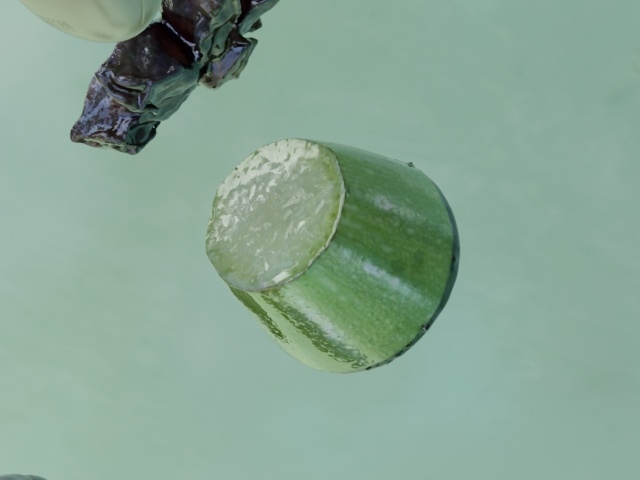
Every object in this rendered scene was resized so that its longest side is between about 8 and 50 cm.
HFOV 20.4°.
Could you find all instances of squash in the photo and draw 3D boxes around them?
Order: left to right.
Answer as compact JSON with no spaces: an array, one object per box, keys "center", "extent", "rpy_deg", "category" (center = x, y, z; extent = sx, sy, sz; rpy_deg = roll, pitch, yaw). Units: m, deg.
[{"center":[0.000,0.000,1.268],"extent":[0.170,0.123,0.170],"rpy_deg":[-16,60,30],"category":"squash"}]

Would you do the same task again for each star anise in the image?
[{"center":[-0.116,-0.172,1.571],"extent":[0.214,0.099,0.220],"rpy_deg":[-47,-2,-46],"category":"star anise"}]

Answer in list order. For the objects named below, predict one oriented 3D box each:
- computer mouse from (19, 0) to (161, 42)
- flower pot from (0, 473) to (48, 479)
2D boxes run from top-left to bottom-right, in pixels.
[{"center":[-0.170,-0.224,1.056],"extent":[0.082,0.236,0.145],"rpy_deg":[-33,35,-26],"category":"computer mouse"},{"center":[-0.320,0.363,1.817],"extent":[0.246,0.246,0.195],"rpy_deg":[-39,62,23],"category":"flower pot"}]
